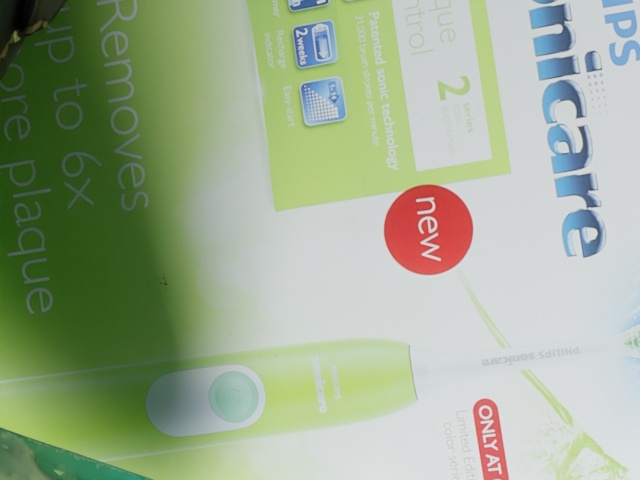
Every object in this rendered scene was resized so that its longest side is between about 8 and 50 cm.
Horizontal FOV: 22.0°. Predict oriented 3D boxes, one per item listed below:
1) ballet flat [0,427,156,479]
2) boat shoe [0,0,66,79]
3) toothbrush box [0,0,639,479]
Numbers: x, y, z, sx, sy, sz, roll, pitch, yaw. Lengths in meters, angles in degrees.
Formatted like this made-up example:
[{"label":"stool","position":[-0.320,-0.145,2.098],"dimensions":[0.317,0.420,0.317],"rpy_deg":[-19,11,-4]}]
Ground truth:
[{"label":"ballet flat","position":[-0.148,0.066,0.356],"dimensions":[0.409,0.147,0.147],"rpy_deg":[48,36,-61]},{"label":"boat shoe","position":[-0.117,-0.145,0.540],"dimensions":[0.132,0.130,0.355],"rpy_deg":[65,21,-48]},{"label":"toothbrush box","position":[0.000,0.000,0.606],"dimensions":[0.122,0.283,0.206],"rpy_deg":[3,79,-77]}]
